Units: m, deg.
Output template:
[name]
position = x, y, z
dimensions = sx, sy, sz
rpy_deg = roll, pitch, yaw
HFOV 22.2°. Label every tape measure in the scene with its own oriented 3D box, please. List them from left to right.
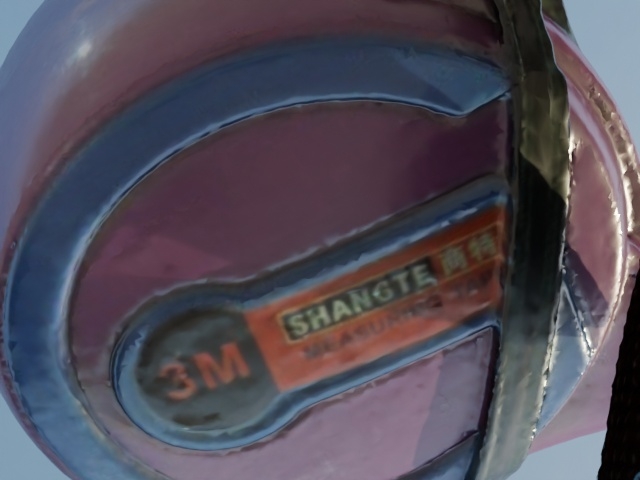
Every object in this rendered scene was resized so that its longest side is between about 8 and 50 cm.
[tape measure]
position = 0.000, 0.000, 0.572
dimensions = 0.231, 0.245, 0.149
rpy_deg = -20, -147, 5

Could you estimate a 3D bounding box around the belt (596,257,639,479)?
[belt]
position = 0.209, 0.059, 0.404
dimensions = 0.289, 0.184, 0.164
rpy_deg = -12, -139, 36
